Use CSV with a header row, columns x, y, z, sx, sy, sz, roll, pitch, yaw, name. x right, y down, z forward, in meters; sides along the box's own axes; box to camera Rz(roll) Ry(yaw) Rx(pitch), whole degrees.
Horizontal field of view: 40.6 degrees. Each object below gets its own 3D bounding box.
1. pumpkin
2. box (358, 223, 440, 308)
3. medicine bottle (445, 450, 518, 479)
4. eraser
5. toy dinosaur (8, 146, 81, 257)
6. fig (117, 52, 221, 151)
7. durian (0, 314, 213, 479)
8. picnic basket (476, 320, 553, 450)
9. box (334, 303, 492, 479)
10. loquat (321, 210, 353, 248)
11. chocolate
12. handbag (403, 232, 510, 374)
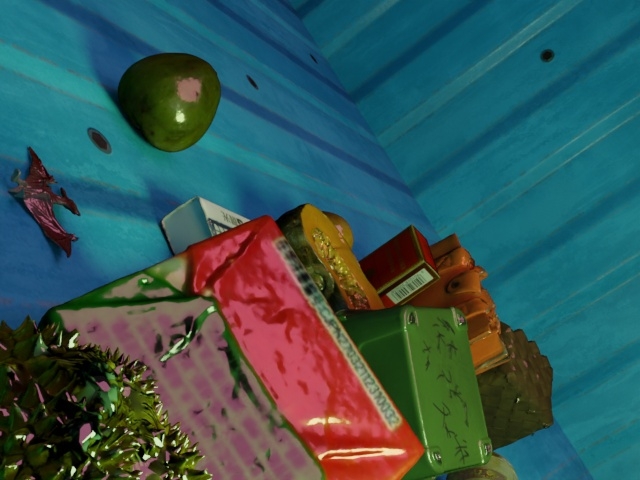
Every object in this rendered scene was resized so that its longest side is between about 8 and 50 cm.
x,y,z,sx,sy,sz,roll,pitch,yaw,name
0.011,0.086,1.731,0.317,0.139,0.222,56,19,11,pumpkin
0.135,0.088,1.888,0.074,0.240,0.153,44,19,-32,box
0.303,0.523,1.638,0.151,0.151,0.322,54,16,-1,medicine bottle
-0.145,0.026,1.507,0.287,0.086,0.130,27,33,-58,eraser
-0.367,-0.059,1.153,0.108,0.032,0.220,27,29,-52,toy dinosaur
-0.270,-0.260,1.593,0.181,0.191,0.181,40,-19,17,fig
-0.220,0.206,0.673,0.291,0.225,0.291,56,20,-32,durian
0.384,0.315,2.038,0.254,0.291,0.321,46,30,-25,picnic basket
0.160,0.265,1.516,0.253,0.178,0.328,5,68,-47,box
0.000,0.000,1.891,0.141,0.141,0.141,48,17,-20,loquat
-0.104,0.193,0.962,0.341,0.161,0.360,-28,82,-48,chocolate
0.234,0.169,1.896,0.116,0.303,0.410,53,15,-25,handbag
